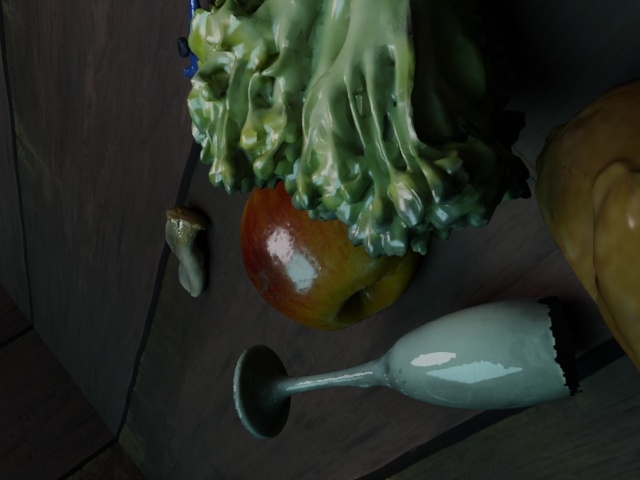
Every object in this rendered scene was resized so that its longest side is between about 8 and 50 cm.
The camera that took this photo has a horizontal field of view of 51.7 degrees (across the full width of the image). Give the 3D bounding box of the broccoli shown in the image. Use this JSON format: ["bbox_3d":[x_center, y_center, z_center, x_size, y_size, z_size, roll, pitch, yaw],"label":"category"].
[{"bbox_3d":[0.018,-0.139,0.425,0.288,0.248,0.245,29,145,36],"label":"broccoli"}]

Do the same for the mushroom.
[{"bbox_3d":[-0.203,0.021,1.026,0.059,0.054,0.202,44,151,27],"label":"mushroom"}]

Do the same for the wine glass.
[{"bbox_3d":[0.108,0.109,0.687,0.310,0.264,0.096,-15,91,27],"label":"wine glass"}]

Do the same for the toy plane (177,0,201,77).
[{"bbox_3d":[-0.135,-0.239,0.717,0.062,0.054,0.167,-121,22,-47],"label":"toy plane"}]

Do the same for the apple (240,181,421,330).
[{"bbox_3d":[0.000,0.000,0.672,0.173,0.160,0.195,63,146,30],"label":"apple"}]

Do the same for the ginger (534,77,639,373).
[{"bbox_3d":[0.241,0.011,0.293,0.223,0.201,0.269,-41,67,52],"label":"ginger"}]
